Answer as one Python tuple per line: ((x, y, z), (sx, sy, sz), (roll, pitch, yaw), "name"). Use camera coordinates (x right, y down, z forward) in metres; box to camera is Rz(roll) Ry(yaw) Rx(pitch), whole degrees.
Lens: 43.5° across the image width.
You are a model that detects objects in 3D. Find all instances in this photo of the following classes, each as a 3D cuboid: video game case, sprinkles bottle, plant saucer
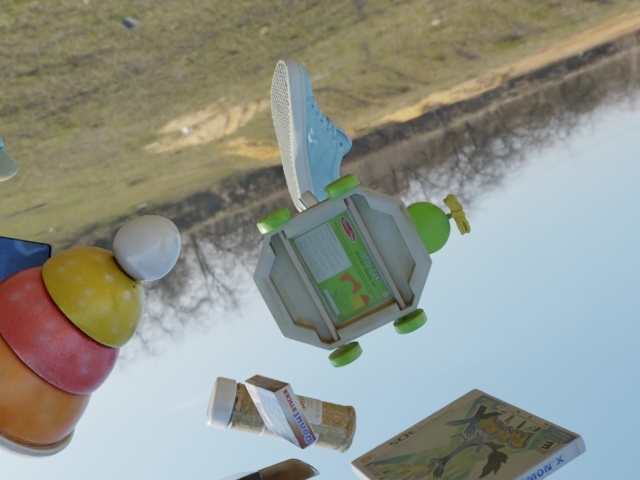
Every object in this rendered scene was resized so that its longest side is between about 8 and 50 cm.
((0.243, 0.378, 1.402), (0.299, 0.036, 0.329), (-26, -167, -17), "video game case")
((-0.095, 0.427, 1.955), (0.355, 0.121, 0.121), (15, 178, -11), "sprinkles bottle")
((-0.151, 0.464, 1.467), (0.310, 0.050, 0.310), (-21, 166, -5), "plant saucer")

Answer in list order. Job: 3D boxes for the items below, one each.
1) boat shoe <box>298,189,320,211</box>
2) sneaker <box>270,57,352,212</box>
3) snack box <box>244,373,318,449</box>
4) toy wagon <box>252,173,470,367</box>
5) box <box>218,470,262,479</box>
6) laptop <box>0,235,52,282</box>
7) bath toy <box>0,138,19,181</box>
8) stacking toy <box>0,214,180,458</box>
((0.000, 0.000, 1.613), (0.084, 0.258, 0.095), (-35, -130, -3), "boat shoe")
((-0.013, -0.238, 1.741), (0.150, 0.366, 0.135), (-20, -137, -15), "sneaker")
((-0.046, 0.181, 0.865), (0.022, 0.064, 0.178), (-27, -179, -16), "snack box")
((0.071, 0.030, 1.271), (0.344, 0.267, 0.068), (-27, -171, 4), "toy wagon")
((-0.092, 0.429, 1.164), (0.045, 0.184, 0.191), (-19, 171, -19), "box")
((-0.775, 0.184, 1.556), (0.236, 0.382, 0.408), (20, -159, 25), "laptop")
((-0.391, 0.040, 0.629), (0.129, 0.151, 0.348), (10, -119, 47), "bath toy")
((-0.441, 0.134, 1.472), (0.480, 0.351, 0.350), (-39, -177, 7), "stacking toy")
